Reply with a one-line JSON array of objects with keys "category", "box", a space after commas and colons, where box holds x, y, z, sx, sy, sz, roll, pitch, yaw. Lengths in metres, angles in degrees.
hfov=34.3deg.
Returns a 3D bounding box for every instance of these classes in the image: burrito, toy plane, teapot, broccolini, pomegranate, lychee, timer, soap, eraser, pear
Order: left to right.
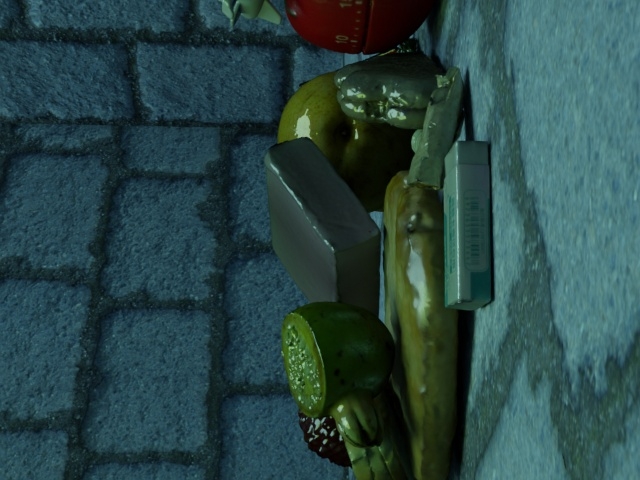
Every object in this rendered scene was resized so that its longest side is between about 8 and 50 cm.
[{"category": "toy plane", "box": [-0.122, -0.504, 1.877, 0.267, 0.123, 0.266, 19, -90, -82]}, {"category": "soap", "box": [0.000, 0.000, 1.935, 0.285, 0.107, 0.296, 54, 159, 33]}, {"category": "pear", "box": [0.059, -0.198, 2.108, 0.314, 0.314, 0.314, -179, 90, -87]}, {"category": "pomegranate", "box": [0.048, 0.196, 1.641, 0.241, 0.159, 0.189, -135, 40, -56]}, {"category": "timer", "box": [0.077, -0.529, 1.890, 0.378, 0.279, 0.378, -178, 90, -89]}, {"category": "lychee", "box": [0.087, 0.309, 2.009, 0.271, 0.271, 0.271, -179, 90, -87]}, {"category": "broccolini", "box": [0.193, -0.361, 2.054, 0.218, 0.042, 0.044, -111, 31, -64]}, {"category": "teapot", "box": [0.192, -0.161, 1.766, 0.067, 0.057, 0.083, 53, -179, -12]}, {"category": "burrito", "box": [0.181, -0.161, 1.571, 0.087, 0.060, 0.226, 108, 179, -66]}, {"category": "eraser", "box": [0.204, -0.018, 1.444, 0.095, 0.052, 0.225, 106, 165, -78]}]

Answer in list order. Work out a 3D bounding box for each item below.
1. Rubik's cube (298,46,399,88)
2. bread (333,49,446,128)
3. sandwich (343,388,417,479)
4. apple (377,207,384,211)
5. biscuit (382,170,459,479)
[{"category": "Rubik's cube", "box": [0.065, -0.384, 2.505, 0.250, 0.234, 0.284, 99, 172, -66]}, {"category": "bread", "box": [0.121, -0.264, 1.841, 0.337, 0.183, 0.102, -106, 10, -71]}, {"category": "sandwich", "box": [0.111, 0.396, 1.770, 0.271, 0.099, 0.301, -96, -13, -65]}, {"category": "apple", "box": [0.140, -0.122, 2.317, 0.099, 0.102, 0.114, 49, -148, -75]}, {"category": "biscuit", "box": [0.164, 0.102, 1.718, 0.429, 0.104, 0.446, -98, 7, -68]}]
